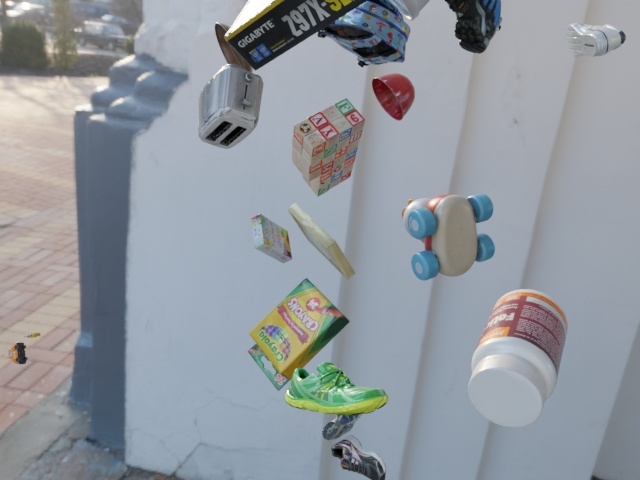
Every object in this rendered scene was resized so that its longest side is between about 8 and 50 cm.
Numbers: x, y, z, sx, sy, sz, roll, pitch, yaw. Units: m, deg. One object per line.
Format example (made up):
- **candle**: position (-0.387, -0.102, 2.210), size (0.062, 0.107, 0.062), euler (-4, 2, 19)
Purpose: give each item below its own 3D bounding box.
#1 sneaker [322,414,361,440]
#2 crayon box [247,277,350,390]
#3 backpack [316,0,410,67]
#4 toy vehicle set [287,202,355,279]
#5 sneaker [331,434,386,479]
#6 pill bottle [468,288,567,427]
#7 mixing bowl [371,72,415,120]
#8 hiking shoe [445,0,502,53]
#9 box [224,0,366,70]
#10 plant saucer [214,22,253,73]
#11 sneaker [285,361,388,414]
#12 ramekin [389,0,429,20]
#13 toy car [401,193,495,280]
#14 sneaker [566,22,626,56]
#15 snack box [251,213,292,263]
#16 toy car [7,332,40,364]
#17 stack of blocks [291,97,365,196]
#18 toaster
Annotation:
- **sneaker**: position (0.067, 0.484, 1.553), size (0.058, 0.135, 0.052), euler (40, 12, -50)
- **crayon box**: position (-0.088, 0.300, 1.871), size (0.202, 0.318, 0.081), euler (42, -5, 37)
- **backpack**: position (0.100, -0.416, 1.129), size (0.158, 0.117, 0.173), euler (25, 5, -34)
- **toy vehicle set**: position (0.000, 0.000, 1.870), size (0.035, 0.166, 0.267), euler (-39, 43, -7)
- **sneaker**: position (0.092, 0.566, 1.470), size (0.077, 0.072, 0.178), euler (-8, 12, -33)
- **pill bottle**: position (0.555, 0.322, 1.629), size (0.224, 0.224, 0.392), euler (15, 31, 23)
- **mixing bowl**: position (0.281, -0.542, 2.122), size (0.098, 0.181, 0.181), euler (-36, 30, -8)
- **hiking shoe**: position (0.386, -0.629, 1.459), size (0.113, 0.304, 0.132), euler (27, 68, 35)
- **box**: position (0.020, -0.421, 0.877), size (0.322, 0.079, 0.257), euler (-15, 44, 43)
- **plant saucer**: position (-0.254, -0.565, 1.743), size (0.036, 0.198, 0.198), euler (-30, 30, -12)
- **sneaker**: position (0.030, 0.366, 1.439), size (0.295, 0.123, 0.109), euler (-5, -16, 37)
- **ramekin**: position (0.180, -0.609, 1.297), size (0.207, 0.109, 0.207), euler (46, 14, -14)
- **toy car**: position (0.293, -0.028, 1.523), size (0.219, 0.210, 0.238), euler (-15, 18, -23)
- **sneaker**: position (0.789, -0.578, 1.670), size (0.091, 0.094, 0.258), euler (-12, 28, 6)
- **snack box**: position (-0.138, -0.004, 1.653), size (0.037, 0.100, 0.141), euler (-25, -32, 22)
- **toy car**: position (-0.780, 0.287, 1.524), size (0.040, 0.060, 0.122), euler (-13, 7, 3)
- **stack of blocks**: position (0.012, -0.244, 1.631), size (0.171, 0.297, 0.087), euler (-32, 72, -17)
- **toaster**: position (-0.244, -0.341, 1.516), size (0.129, 0.146, 0.227), euler (17, -26, -34)
